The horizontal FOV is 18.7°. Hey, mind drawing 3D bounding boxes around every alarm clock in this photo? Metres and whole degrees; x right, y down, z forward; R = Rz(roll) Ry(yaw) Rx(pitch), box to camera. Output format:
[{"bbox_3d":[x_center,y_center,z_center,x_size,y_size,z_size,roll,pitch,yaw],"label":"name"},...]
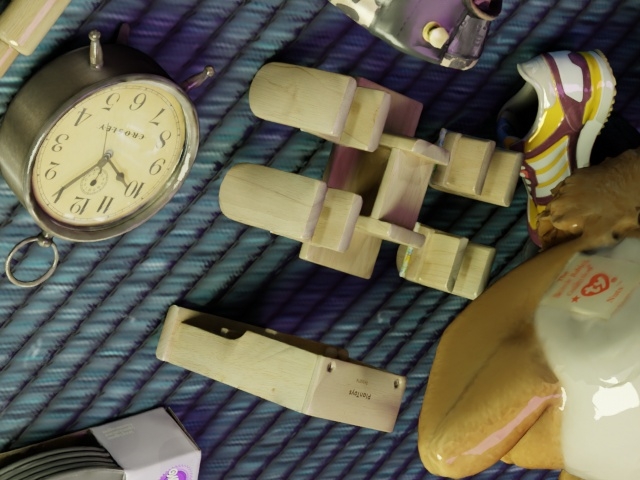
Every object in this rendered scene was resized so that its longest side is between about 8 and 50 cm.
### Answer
[{"bbox_3d":[-0.158,-0.051,1.291,0.129,0.064,0.192,15,111,-46],"label":"alarm clock"}]

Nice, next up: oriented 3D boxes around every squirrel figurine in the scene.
[{"bbox_3d":[0.277,0.143,1.475,0.281,0.397,0.370,-18,125,19],"label":"squirrel figurine"}]

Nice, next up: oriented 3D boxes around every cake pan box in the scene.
[{"bbox_3d":[-0.222,0.265,1.504,0.246,0.070,0.267,-14,131,-34],"label":"cake pan box"}]

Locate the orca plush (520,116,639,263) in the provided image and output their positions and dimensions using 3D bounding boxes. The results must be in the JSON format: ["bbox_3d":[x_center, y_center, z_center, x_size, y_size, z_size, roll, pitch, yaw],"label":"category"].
[{"bbox_3d":[0.252,0.037,1.678,0.151,0.102,0.287,-7,127,-36],"label":"orca plush"}]

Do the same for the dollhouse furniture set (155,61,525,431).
[{"bbox_3d":[0.000,0.000,1.446,0.212,0.161,0.242,18,88,-47],"label":"dollhouse furniture set"}]

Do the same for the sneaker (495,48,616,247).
[{"bbox_3d":[0.174,-0.072,1.558,0.084,0.069,0.185,-4,127,-18],"label":"sneaker"}]

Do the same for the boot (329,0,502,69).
[{"bbox_3d":[0.152,-0.234,1.222,0.377,0.138,0.284,30,113,-3],"label":"boot"}]

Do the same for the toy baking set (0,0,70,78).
[{"bbox_3d":[-0.228,-0.175,1.158,0.197,0.030,0.256,30,95,-43],"label":"toy baking set"}]
